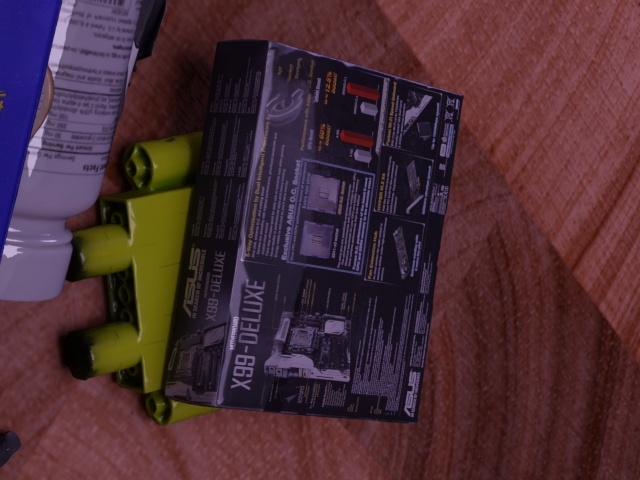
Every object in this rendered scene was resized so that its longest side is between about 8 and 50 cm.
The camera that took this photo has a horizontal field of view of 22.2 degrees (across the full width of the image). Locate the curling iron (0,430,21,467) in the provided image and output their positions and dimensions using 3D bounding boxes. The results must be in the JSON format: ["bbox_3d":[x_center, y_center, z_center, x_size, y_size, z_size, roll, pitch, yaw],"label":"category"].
[{"bbox_3d":[-0.330,0.222,1.224,0.274,0.035,0.068,-33,117,-37],"label":"curling iron"}]

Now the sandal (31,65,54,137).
[{"bbox_3d":[-0.300,-0.073,1.081,0.079,0.240,0.088,-31,110,-78],"label":"sandal"}]

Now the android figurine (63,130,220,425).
[{"bbox_3d":[-0.105,0.030,1.409,0.272,0.056,0.248,-16,105,-42],"label":"android figurine"}]

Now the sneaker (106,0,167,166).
[{"bbox_3d":[-0.168,-0.164,1.312,0.106,0.078,0.234,-5,98,-46],"label":"sneaker"}]

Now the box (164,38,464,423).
[{"bbox_3d":[0.000,0.000,1.414,0.242,0.076,0.308,9,88,-43],"label":"box"}]

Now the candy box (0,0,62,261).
[{"bbox_3d":[-0.314,-0.064,0.975,0.268,0.122,0.317,13,104,-13],"label":"candy box"}]

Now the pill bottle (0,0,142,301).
[{"bbox_3d":[-0.226,-0.108,1.187,0.160,0.160,0.283,6,102,-44],"label":"pill bottle"}]
